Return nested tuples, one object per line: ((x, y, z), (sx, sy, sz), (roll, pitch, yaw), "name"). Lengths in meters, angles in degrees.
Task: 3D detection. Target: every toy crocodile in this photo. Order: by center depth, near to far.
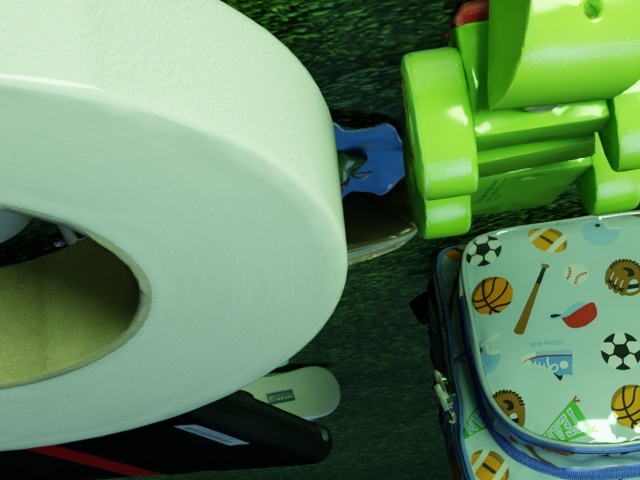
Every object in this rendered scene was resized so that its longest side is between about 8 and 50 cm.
((0.096, -0.067, 0.894), (0.115, 0.105, 0.340), (-9, 171, 1), "toy crocodile")

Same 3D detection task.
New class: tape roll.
((-0.183, -0.001, 0.853), (0.392, 0.072, 0.392), (-5, 154, -2), "tape roll")

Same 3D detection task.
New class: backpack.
((0.205, 0.114, 1.333), (0.276, 0.263, 0.213), (-9, 157, 8), "backpack")

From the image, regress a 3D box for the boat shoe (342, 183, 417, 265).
((0.000, 0.000, 1.195), (0.135, 0.050, 0.045), (-9, 161, 5), "boat shoe")

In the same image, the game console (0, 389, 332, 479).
((-0.207, 0.126, 1.366), (0.342, 0.060, 0.386), (-7, 165, 18), "game console")

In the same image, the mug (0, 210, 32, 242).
((-0.173, -0.043, 0.928), (0.062, 0.078, 0.064), (22, 165, 18), "mug")

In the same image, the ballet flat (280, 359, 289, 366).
((-0.081, 0.065, 1.368), (0.086, 0.086, 0.248), (-2, 171, -25), "ballet flat")

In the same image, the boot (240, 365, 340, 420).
((-0.077, 0.162, 1.792), (0.190, 0.069, 0.086), (0, 162, -39), "boot")

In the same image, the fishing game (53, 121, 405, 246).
((-0.028, -0.028, 1.085), (0.264, 0.041, 0.189), (-8, 167, -7), "fishing game")
